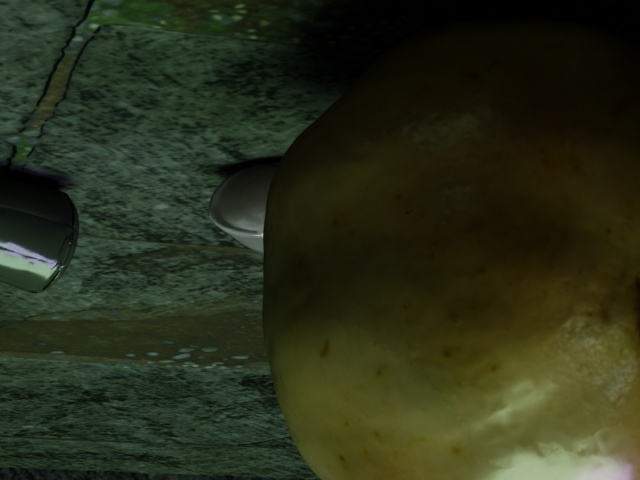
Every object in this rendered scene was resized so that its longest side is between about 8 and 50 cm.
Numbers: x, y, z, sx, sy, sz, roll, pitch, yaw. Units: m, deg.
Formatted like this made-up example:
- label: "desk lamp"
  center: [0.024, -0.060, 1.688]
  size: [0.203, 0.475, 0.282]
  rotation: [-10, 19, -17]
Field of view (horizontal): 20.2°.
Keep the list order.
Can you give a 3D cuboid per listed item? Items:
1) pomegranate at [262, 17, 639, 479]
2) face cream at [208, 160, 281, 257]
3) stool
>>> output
- label: "pomegranate"
  center: [0.146, 0.047, 1.291]
  size: [0.412, 0.411, 0.411]
  rotation: [-1, 163, 0]
- label: "face cream"
  center: [0.000, 0.000, 1.640]
  size: [0.107, 0.073, 0.269]
  rotation: [-13, 160, 19]
- label: "stool"
  center: [-0.271, -0.009, 1.563]
  size: [0.110, 0.096, 0.096]
  rotation: [20, 154, -35]
